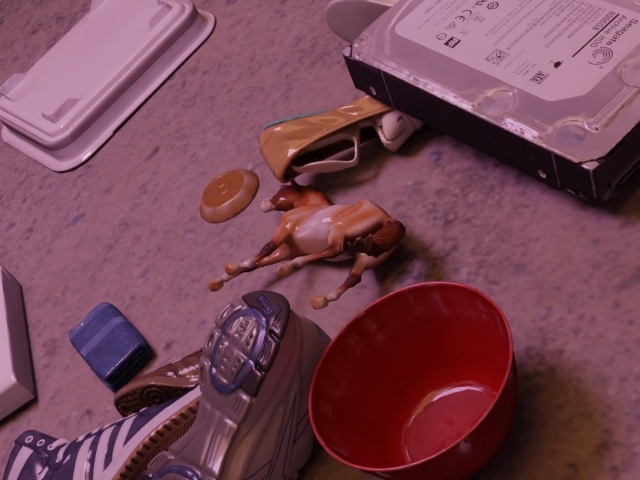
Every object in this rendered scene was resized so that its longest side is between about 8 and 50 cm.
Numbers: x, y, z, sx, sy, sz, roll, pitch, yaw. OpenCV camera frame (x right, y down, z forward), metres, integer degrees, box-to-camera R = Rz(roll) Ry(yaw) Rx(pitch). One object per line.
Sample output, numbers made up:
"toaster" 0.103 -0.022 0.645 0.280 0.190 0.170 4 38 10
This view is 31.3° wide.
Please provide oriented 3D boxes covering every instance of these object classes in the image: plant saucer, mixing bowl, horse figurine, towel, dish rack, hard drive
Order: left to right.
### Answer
"hard drive" -0.509 0.203 1.390 0.353 0.047 0.233 -35 38 5
"dish rack" -0.341 -0.266 1.715 0.333 0.072 0.285 -47 38 -13
"towel" -0.235 0.116 1.276 0.067 0.029 0.119 -45 38 -8
"plant saucer" -0.113 -0.058 1.367 0.083 0.015 0.083 -21 40 20
"horse figurine" 0.000 0.000 1.162 0.174 0.066 0.263 -35 23 -33
"mixing bowl" 0.091 0.134 0.944 0.181 0.098 0.181 -21 40 19
"hard drive" 0.215 -0.189 1.141 0.237 0.064 0.339 -42 48 -16

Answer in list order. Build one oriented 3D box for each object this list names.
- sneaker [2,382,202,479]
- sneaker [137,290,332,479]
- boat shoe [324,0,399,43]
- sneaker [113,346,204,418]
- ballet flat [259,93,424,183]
"sneaker" -0.195 0.204 1.099 0.282 0.099 0.153 -44 40 -3
"sneaker" -0.069 0.197 1.005 0.111 0.129 0.297 28 89 47
"boat shoe" 0.115 -0.284 1.376 0.227 0.079 0.081 3 47 33
"sneaker" -0.115 0.140 1.144 0.188 0.066 0.071 -14 27 20
"ballet flat" 0.048 -0.120 1.258 0.232 0.080 0.073 -19 67 7
